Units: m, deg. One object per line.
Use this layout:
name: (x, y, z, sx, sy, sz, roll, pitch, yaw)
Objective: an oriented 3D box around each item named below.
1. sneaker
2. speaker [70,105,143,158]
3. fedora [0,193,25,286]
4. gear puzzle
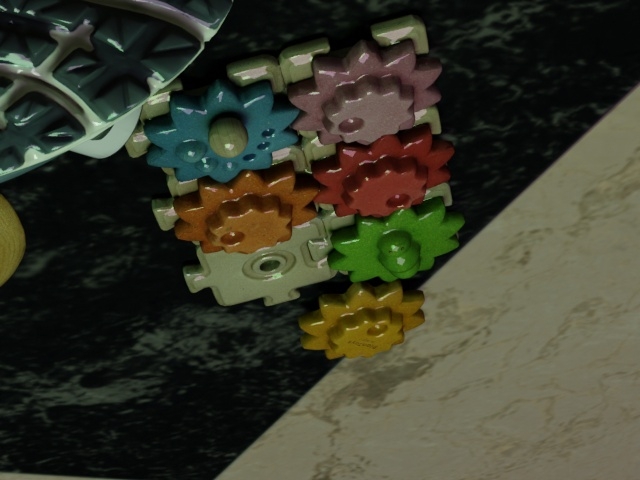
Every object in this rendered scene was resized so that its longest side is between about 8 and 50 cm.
sneaker: (-0.073, -0.118, 0.642, 0.110, 0.283, 0.122, 31, 151, -4)
speaker: (-0.154, -0.082, 0.854, 0.136, 0.055, 0.055, 18, 137, -41)
fedora: (-0.243, -0.017, 0.899, 0.194, 0.079, 0.194, -8, 155, -4)
gear puzzle: (0.000, 0.000, 1.058, 0.176, 0.044, 0.339, -15, 149, 1)
